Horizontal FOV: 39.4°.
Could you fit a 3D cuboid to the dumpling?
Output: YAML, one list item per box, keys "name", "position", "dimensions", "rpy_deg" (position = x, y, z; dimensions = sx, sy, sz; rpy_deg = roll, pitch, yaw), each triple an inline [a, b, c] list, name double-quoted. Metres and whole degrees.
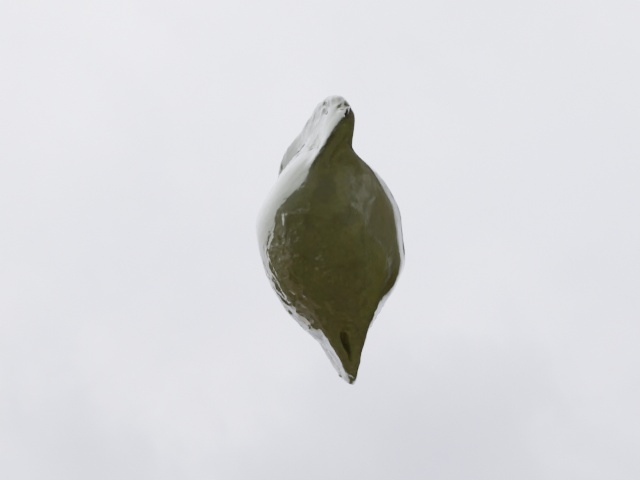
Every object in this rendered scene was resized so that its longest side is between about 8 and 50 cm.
- name: "dumpling"
  position: [0.000, 0.004, 0.754]
  dimensions: [0.126, 0.166, 0.215]
  rpy_deg: [-31, -80, -17]
